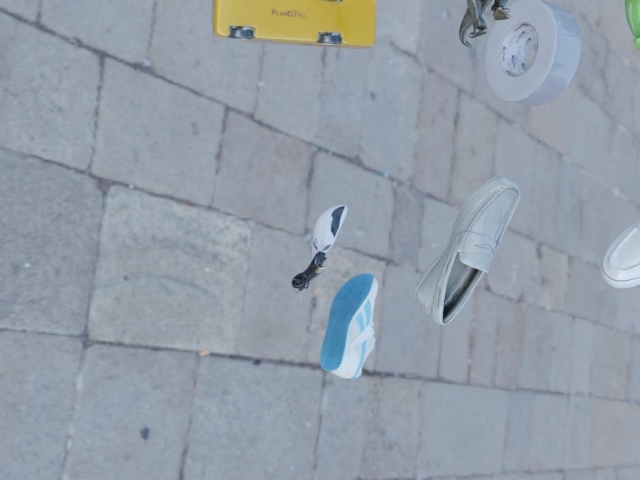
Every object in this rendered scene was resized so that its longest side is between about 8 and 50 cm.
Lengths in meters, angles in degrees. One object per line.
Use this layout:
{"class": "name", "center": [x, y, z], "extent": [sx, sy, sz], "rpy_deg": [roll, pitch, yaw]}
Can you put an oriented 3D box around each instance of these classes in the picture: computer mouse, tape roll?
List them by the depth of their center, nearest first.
{"class": "computer mouse", "center": [0.000, 0.000, 1.689], "extent": [0.042, 0.106, 0.193], "rpy_deg": [29, 51, -8]}
{"class": "tape roll", "center": [0.445, -0.398, 1.865], "extent": [0.072, 0.219, 0.219], "rpy_deg": [3, 87, -30]}

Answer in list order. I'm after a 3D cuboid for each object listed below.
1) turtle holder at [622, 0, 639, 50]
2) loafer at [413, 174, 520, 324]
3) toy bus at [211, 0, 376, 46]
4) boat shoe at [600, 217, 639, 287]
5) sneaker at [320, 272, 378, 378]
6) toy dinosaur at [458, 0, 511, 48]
{"class": "turtle holder", "center": [0.786, -0.513, 1.889], "extent": [0.320, 0.243, 0.227], "rpy_deg": [45, 33, -25]}
{"class": "loafer", "center": [0.300, 0.023, 1.728], "extent": [0.112, 0.111, 0.319], "rpy_deg": [16, 112, -32]}
{"class": "toy bus", "center": [-0.054, -0.450, 1.773], "extent": [0.333, 0.130, 0.108], "rpy_deg": [0, 99, -15]}
{"class": "boat shoe", "center": [0.560, -0.027, 1.433], "extent": [0.258, 0.095, 0.084], "rpy_deg": [-42, 147, 0]}
{"class": "sneaker", "center": [0.072, 0.179, 1.855], "extent": [0.092, 0.087, 0.228], "rpy_deg": [35, 69, -42]}
{"class": "toy dinosaur", "center": [0.275, -0.437, 1.441], "extent": [0.313, 0.121, 0.160], "rpy_deg": [61, 33, -59]}
